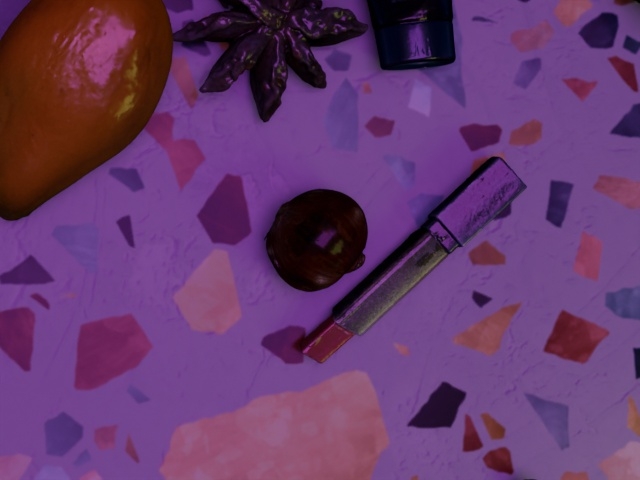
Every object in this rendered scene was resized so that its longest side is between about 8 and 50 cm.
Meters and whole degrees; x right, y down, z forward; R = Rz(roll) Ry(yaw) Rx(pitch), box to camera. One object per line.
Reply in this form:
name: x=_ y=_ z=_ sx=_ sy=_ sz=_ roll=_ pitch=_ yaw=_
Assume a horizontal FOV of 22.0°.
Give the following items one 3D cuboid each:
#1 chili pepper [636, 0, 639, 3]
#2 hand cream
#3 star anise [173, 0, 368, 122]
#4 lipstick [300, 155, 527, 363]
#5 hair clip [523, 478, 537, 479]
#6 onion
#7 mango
chili pepper: x=0.424 y=-0.393 z=1.819 sx=0.256 sy=0.233 sz=0.249 roll=-40 pitch=114 yaw=-16
hand cream: x=0.092 y=-0.327 z=1.842 sx=0.120 sy=0.061 sz=0.271 roll=-7 pitch=85 yaw=-5
star anise: x=-0.067 y=-0.247 z=1.790 sx=0.231 sy=0.089 sz=0.209 roll=28 pitch=78 yaw=-22
lipstick: x=0.100 y=0.028 z=1.849 sx=0.312 sy=0.051 sz=0.051 roll=-43 pitch=99 yaw=-5
hair clip: x=0.262 y=0.378 z=1.891 sx=0.066 sy=0.036 sz=0.229 roll=-16 pitch=100 yaw=-5
onion: x=0.000 y=0.000 z=1.800 sx=0.118 sy=0.118 sz=0.117 roll=26 pitch=82 yaw=-10
mango: x=-0.265 y=-0.163 z=1.746 sx=0.176 sy=0.119 sz=0.317 roll=35 pitch=94 yaw=-12
